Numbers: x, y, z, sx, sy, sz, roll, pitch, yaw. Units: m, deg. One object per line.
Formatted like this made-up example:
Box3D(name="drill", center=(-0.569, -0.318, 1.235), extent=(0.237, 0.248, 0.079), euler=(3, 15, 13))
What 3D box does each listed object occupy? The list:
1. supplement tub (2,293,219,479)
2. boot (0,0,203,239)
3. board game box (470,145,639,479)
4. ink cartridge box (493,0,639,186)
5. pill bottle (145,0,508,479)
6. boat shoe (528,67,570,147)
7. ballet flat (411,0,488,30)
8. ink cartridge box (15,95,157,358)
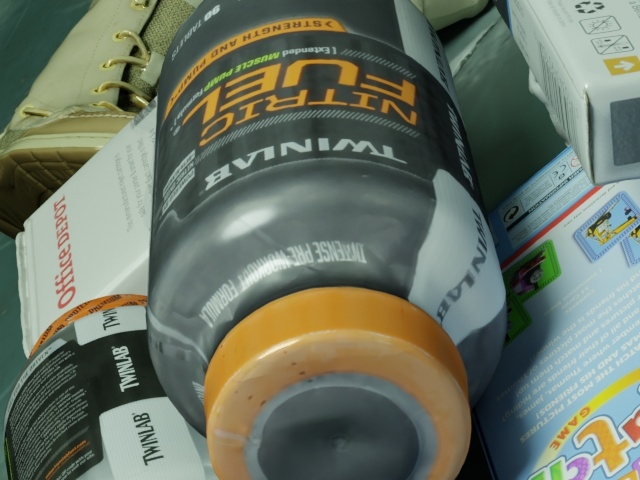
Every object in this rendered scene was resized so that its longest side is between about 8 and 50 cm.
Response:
Box3D(name="supplement tub", center=(-0.071, 0.101, 0.720), extent=(0.117, 0.117, 0.190), euler=(-44, 27, 7))
Box3D(name="boot", center=(-0.116, -0.097, 1.099), extent=(0.203, 0.095, 0.262), euler=(-57, 23, -21))
Box3D(name="board game box", center=(0.123, 0.022, 0.623), extent=(0.160, 0.039, 0.211), euler=(-40, 25, 15))
Box3D(name="ink cartridge box", center=(0.177, -0.099, 0.655), extent=(0.208, 0.045, 0.206), euler=(-10, 30, -1))
Box3D(name="pill bottle", center=(0.000, 0.000, 0.657), extent=(0.130, 0.130, 0.245), euler=(-38, 28, 19))
Box3D(name="boat shoe", center=(0.126, -0.112, 0.779), extent=(0.066, 0.063, 0.184), euler=(-22, 36, 41))
Box3D(name="ballet flat", center=(0.038, -0.177, 1.006), extent=(0.086, 0.086, 0.248), euler=(-43, 28, 8))
Box3D(name="ink cartridge box", center=(-0.048, -0.019, 0.883), extent=(0.218, 0.092, 0.158), euler=(-41, 26, 10))
